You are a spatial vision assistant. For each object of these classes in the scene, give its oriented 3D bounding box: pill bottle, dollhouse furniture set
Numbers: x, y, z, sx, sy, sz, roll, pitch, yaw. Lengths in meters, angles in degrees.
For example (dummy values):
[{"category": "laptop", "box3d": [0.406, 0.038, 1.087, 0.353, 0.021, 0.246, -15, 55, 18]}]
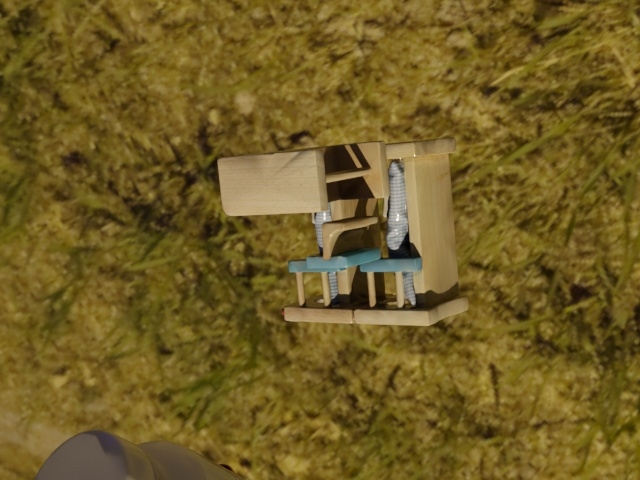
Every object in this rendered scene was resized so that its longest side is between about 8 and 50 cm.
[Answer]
[{"category": "pill bottle", "box3d": [-0.095, 0.194, 0.654, 0.112, 0.112, 0.187, 6, 154, 40]}, {"category": "dollhouse furniture set", "box3d": [0.000, 0.000, 0.697, 0.129, 0.184, 0.129, -2, 96, 34]}]

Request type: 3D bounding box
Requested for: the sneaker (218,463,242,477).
[{"category": "sneaker", "box3d": [-0.090, 0.255, 0.979, 0.064, 0.067, 0.175, 7, 159, -4]}]
